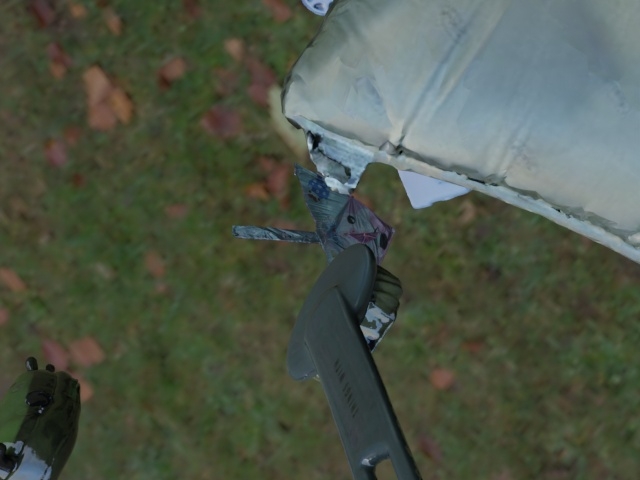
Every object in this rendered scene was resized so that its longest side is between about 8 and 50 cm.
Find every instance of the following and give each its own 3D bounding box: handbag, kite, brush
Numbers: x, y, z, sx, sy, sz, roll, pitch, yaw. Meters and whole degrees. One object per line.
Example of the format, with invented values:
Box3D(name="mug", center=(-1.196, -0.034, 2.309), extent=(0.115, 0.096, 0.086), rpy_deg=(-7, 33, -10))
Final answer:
Box3D(name="handbag", center=(-0.161, 0.108, 1.005), extent=(0.047, 0.111, 0.072), rpy_deg=(27, 119, -9))
Box3D(name="kite", center=(0.000, 0.000, 1.389), extent=(0.005, 0.153, 0.137), rpy_deg=(-41, 63, 50))
Box3D(name="brush", center=(0.018, 0.062, 0.630), extent=(0.027, 0.266, 0.062), rpy_deg=(29, 102, -13))

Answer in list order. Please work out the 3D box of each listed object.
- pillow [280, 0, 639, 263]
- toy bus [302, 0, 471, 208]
Box3D(name="pillow", center=(0.128, -0.120, 0.463), extent=(0.185, 0.302, 0.075), rpy_deg=(24, 171, 5))
Box3D(name="toy bus", center=(0.078, -0.189, 1.568), extent=(0.136, 0.109, 0.329), rpy_deg=(-14, 122, 21))
